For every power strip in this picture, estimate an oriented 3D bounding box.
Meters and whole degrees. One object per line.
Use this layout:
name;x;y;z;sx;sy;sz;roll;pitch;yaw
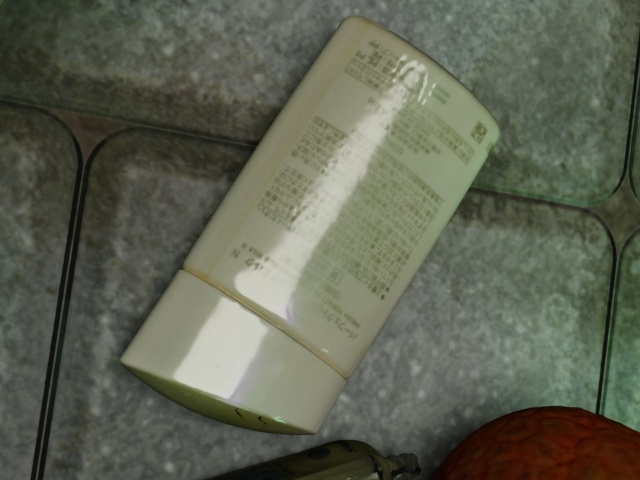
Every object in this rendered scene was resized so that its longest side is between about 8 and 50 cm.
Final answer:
power strip;-0.096;0.223;0.940;0.388;0.092;0.066;-12;94;-19

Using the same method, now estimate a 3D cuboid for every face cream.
face cream;0.000;0.000;0.986;0.173;0.081;0.348;35;78;-15

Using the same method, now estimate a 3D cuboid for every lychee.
lychee;0.188;0.260;0.973;0.255;0.300;0.255;1;97;11

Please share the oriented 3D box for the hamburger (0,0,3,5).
hamburger;-0.286;-0.275;0.790;0.445;0.268;0.287;-24;106;-13
